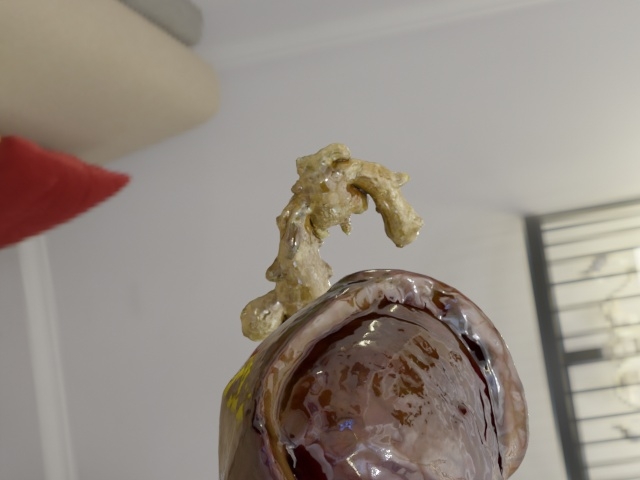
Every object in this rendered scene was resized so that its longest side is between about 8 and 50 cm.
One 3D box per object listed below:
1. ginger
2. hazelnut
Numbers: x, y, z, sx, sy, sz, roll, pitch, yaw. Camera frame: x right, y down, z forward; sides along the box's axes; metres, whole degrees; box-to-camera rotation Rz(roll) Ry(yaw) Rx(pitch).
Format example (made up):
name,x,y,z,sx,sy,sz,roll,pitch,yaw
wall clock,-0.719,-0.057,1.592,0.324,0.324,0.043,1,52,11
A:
name,x,y,z,sx,sy,sz,roll,pitch,yaw
ginger,0.000,0.000,1.172,0.052,0.193,0.176,-118,-169,-74
hazelnut,0.029,0.110,0.720,0.201,0.160,0.170,-50,122,-17
